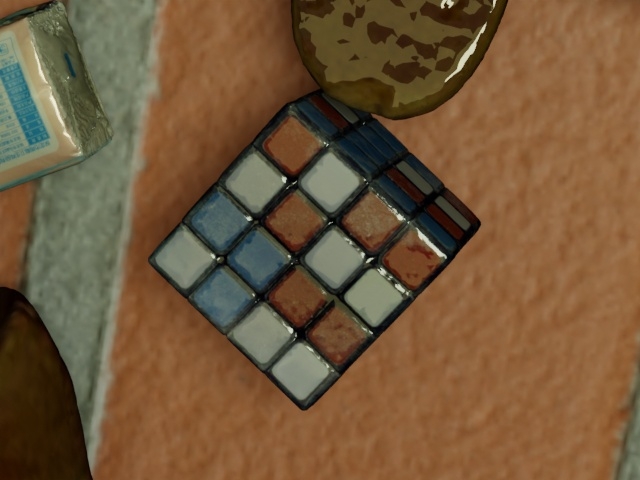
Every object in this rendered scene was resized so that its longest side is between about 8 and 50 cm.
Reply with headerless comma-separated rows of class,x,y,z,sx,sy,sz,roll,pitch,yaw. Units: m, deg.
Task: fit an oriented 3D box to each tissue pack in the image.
tissue pack,-0.148,-0.057,0.823,0.094,0.059,0.074,-18,98,15

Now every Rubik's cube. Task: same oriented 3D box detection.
Rubik's cube,0.000,0.000,0.782,0.092,0.092,0.092,44,107,3

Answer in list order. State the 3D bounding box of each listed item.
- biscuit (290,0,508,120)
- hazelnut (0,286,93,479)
biscuit,0.025,-0.192,0.756,0.432,0.064,0.283,10,92,9
hazelnut,-0.194,0.094,0.811,0.178,0.178,0.204,-34,122,16
